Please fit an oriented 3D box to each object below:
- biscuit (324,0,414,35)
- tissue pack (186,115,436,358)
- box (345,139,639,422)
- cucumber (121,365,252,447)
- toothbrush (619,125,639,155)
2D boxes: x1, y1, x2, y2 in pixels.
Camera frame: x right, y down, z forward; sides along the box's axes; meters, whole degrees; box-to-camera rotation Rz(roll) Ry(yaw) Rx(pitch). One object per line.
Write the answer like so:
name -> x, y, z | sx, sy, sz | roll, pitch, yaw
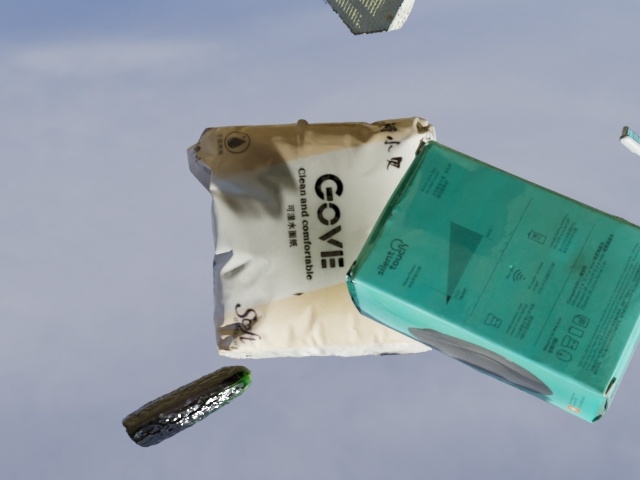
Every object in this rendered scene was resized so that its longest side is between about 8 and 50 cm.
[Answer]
biscuit -> 0.061, -0.434, 1.798 | 0.046, 0.147, 0.250 | -14, -124, -37
tissue pack -> 0.000, 0.000, 1.697 | 0.390, 0.376, 0.195 | -5, 178, -3
box -> 0.212, 0.043, 1.228 | 0.311, 0.118, 0.205 | 24, -112, 16
cucumber -> -0.230, 0.289, 1.930 | 0.241, 0.074, 0.074 | -28, -148, -2
toothbrush -> 0.491, -0.084, 1.481 | 0.263, 0.026, 0.022 | 29, 154, -30
